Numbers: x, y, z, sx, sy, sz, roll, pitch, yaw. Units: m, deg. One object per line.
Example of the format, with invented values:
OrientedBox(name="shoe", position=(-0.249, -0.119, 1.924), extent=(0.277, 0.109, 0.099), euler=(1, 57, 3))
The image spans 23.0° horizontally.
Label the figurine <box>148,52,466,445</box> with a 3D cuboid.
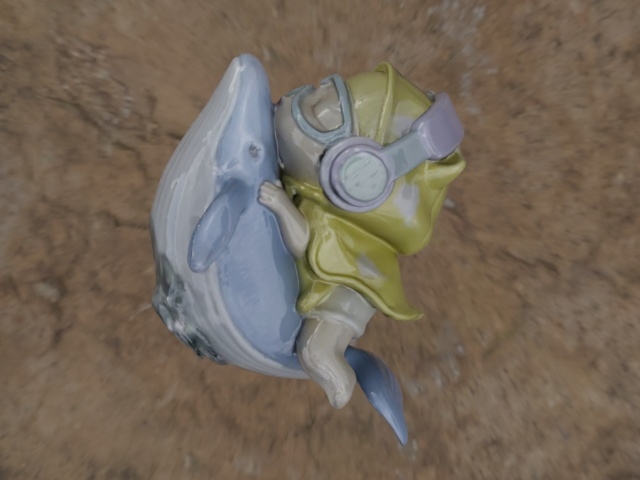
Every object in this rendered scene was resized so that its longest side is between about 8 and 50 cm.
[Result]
OrientedBox(name="figurine", position=(0.000, 0.000, 0.812), extent=(0.184, 0.128, 0.208), euler=(-28, 106, -2))
